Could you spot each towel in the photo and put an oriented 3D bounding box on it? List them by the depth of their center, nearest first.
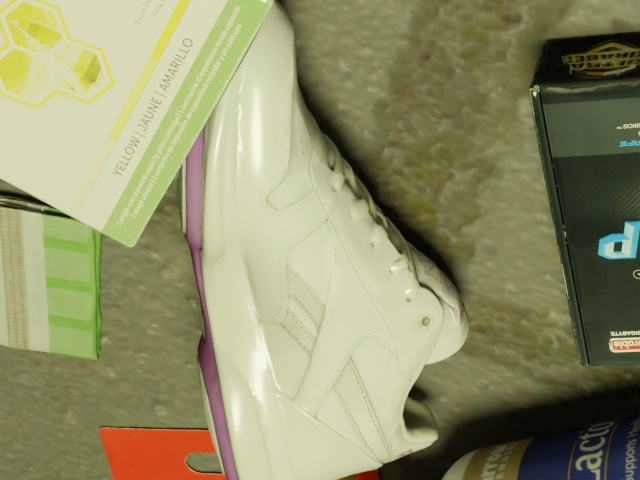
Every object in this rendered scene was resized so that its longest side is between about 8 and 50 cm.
[{"bbox_3d":[-0.204,0.014,1.119,0.152,0.023,0.113,11,129,7],"label":"towel"}]

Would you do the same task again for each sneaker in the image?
[{"bbox_3d":[0.000,0.000,1.009,0.152,0.114,0.305,-8,123,-4],"label":"sneaker"}]

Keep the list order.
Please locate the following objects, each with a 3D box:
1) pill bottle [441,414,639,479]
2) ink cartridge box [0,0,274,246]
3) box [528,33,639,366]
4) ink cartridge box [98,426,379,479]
[{"bbox_3d":[0.153,0.180,1.041,0.264,0.153,0.153,-15,119,25],"label":"pill bottle"},{"bbox_3d":[-0.152,-0.119,0.867,0.235,0.056,0.171,28,129,-7],"label":"ink cartridge box"},{"bbox_3d":[0.227,-0.022,0.936,0.220,0.051,0.175,-3,123,18],"label":"box"},{"bbox_3d":[-0.041,0.228,1.200,0.189,0.066,0.232,-1,129,18],"label":"ink cartridge box"}]
